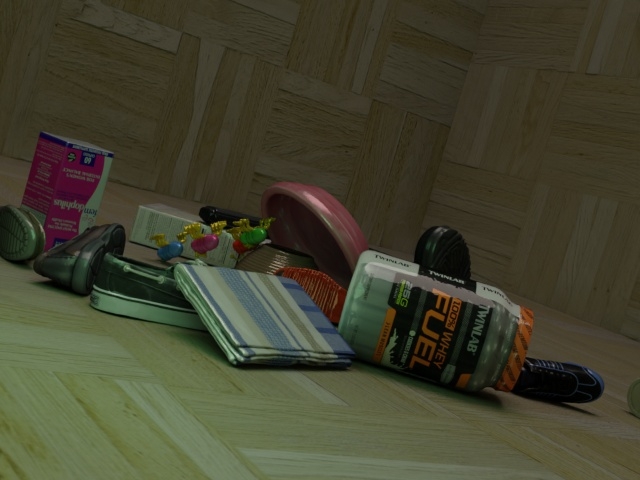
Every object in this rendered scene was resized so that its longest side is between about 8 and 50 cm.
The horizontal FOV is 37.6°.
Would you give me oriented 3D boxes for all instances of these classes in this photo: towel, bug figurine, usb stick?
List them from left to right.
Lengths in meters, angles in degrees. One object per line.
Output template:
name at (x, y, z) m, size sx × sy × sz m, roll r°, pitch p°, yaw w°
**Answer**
bug figurine at (-0.229, 0.005, 2.109) m, size 0.279 × 0.072 × 0.216 m, roll -6°, pitch -8°, yaw -31°
usb stick at (-0.174, -0.041, 2.361) m, size 0.278 × 0.045 × 0.077 m, roll 13°, pitch 6°, yaw -37°
towel at (-0.085, 0.122, 1.484) m, size 0.285 × 0.034 × 0.209 m, roll 10°, pitch 33°, yaw -51°

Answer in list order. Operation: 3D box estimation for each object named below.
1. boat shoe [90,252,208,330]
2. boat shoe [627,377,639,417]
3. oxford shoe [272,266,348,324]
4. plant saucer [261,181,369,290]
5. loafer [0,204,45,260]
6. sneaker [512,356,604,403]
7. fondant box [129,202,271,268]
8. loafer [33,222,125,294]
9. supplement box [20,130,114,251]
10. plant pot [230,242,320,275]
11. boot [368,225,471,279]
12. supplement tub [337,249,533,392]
boat shoe at (-0.220, 0.080, 1.536) m, size 0.306 × 0.105 × 0.113 m, roll 14°, pitch 5°, yaw -29°
boat shoe at (0.752, 0.338, 1.809) m, size 0.097 × 0.116 × 0.324 m, roll 9°, pitch 2°, yaw -36°
oxford shoe at (0.023, 0.134, 1.959) m, size 0.271 × 0.097 × 0.098 m, roll 23°, pitch -12°, yaw 4°
plant saucer at (0.000, 0.000, 2.126) m, size 0.332 × 0.084 × 0.332 m, roll 40°, pitch -27°, yaw 25°
loafer at (-0.537, -0.020, 1.694) m, size 0.087 × 0.094 × 0.251 m, roll 8°, pitch 8°, yaw -35°
sneaker at (0.418, 0.264, 1.775) m, size 0.232 × 0.081 × 0.090 m, roll 10°, pitch 6°, yaw 12°
fondant box at (-0.290, -0.004, 2.384) m, size 0.330 × 0.096 × 0.238 m, roll 17°, pitch 4°, yaw 1°
loafer at (-0.409, 0.021, 1.629) m, size 0.095 × 0.109 × 0.302 m, roll 12°, pitch 8°, yaw -2°
supplement box at (-0.508, -0.089, 1.857) m, size 0.114 × 0.220 × 0.111 m, roll 22°, pitch 8°, yaw 42°
plant pot at (-0.087, 0.073, 2.080) m, size 0.237 × 0.109 × 0.237 m, roll 15°, pitch 5°, yaw -1°
boot at (0.139, 0.047, 2.238) m, size 0.445 × 0.146 × 0.367 m, roll 23°, pitch -31°, yaw 35°
supplement tub at (0.196, 0.147, 1.639) m, size 0.316 × 0.193 × 0.193 m, roll 16°, pitch 4°, yaw 4°
